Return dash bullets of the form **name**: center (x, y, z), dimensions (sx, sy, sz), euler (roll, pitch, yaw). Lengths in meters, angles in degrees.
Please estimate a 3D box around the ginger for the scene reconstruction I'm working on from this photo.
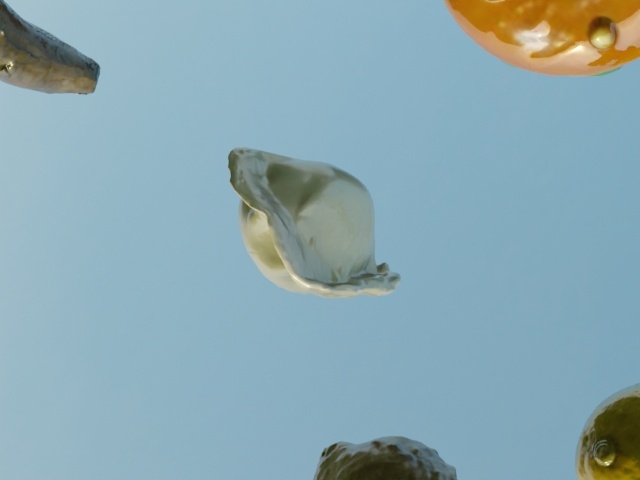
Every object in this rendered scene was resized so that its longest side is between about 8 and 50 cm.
- **ginger**: center (0.035, 0.308, 1.211), dimensions (0.276, 0.221, 0.130), euler (-98, -169, -50)

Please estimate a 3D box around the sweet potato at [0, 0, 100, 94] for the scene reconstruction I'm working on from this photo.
- **sweet potato**: center (-0.272, -0.174, 0.935), dimensions (0.075, 0.273, 0.075), euler (-10, -114, 23)

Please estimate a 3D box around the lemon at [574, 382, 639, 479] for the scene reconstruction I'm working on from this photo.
- **lemon**: center (0.465, 0.299, 1.573), dimensions (0.233, 0.288, 0.233), euler (-34, -136, 41)

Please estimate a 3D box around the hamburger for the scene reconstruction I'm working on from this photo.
- **hamburger**: center (0.321, -0.403, 1.549), dimensions (0.395, 0.396, 0.277), euler (-34, -172, 29)

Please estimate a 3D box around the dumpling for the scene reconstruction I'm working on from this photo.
- **dumpling**: center (0.000, 0.000, 1.087), dimensions (0.124, 0.229, 0.151), euler (-46, -128, 16)
